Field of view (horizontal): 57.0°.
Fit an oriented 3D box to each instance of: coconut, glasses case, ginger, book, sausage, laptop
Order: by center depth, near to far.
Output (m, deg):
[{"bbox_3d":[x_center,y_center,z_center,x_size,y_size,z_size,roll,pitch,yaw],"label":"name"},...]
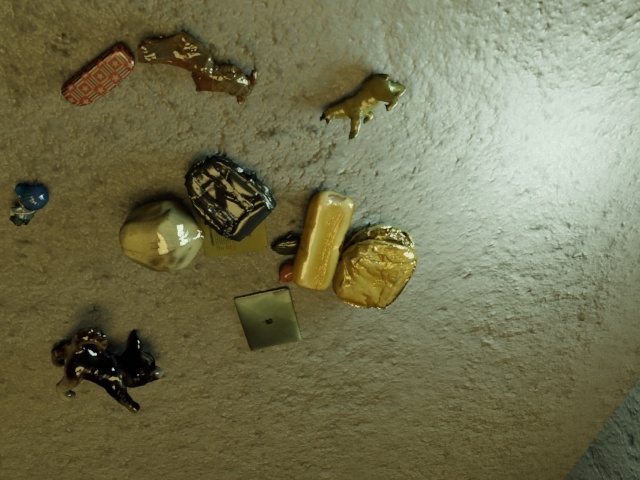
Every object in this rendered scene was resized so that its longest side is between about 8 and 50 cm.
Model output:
[{"bbox_3d":[-0.518,-0.387,1.387,0.194,0.049,0.073,-30,129,13],"label":"glasses case"},{"bbox_3d":[-0.289,-0.414,1.404,0.290,0.084,0.122,18,145,-28],"label":"ginger"},{"bbox_3d":[-0.428,-0.012,1.617,0.224,0.224,0.224,-6,129,-7],"label":"coconut"},{"bbox_3d":[-0.258,-0.024,1.755,0.192,0.013,0.168,-6,129,-6],"label":"book"},{"bbox_3d":[-0.059,0.088,1.857,0.169,0.065,0.065,-16,130,1],"label":"sausage"},{"bbox_3d":[-0.176,0.272,2.010,0.188,0.015,0.269,-12,130,-1],"label":"laptop"}]

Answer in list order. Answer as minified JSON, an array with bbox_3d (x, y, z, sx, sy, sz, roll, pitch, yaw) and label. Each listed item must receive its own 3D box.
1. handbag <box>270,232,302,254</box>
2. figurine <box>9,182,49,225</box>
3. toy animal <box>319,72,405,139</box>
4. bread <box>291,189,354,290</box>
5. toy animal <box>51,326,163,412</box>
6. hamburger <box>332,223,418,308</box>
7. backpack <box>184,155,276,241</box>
[{"bbox_3d":[-0.097,0.014,1.795,0.111,0.047,0.072,-10,134,-4],"label":"handbag"},{"bbox_3d":[-0.774,-0.089,1.563,0.077,0.079,0.136,-17,143,-57],"label":"figurine"},{"bbox_3d":[0.109,-0.352,1.525,0.219,0.103,0.101,-35,107,20],"label":"toy animal"},{"bbox_3d":[0.000,0.000,1.743,0.142,0.091,0.305,8,111,-22],"label":"bread"},{"bbox_3d":[-0.670,0.401,1.904,0.344,0.194,0.302,18,128,-30],"label":"toy animal"},{"bbox_3d":[0.171,0.078,1.843,0.259,0.144,0.283,22,124,-23],"label":"hamburger"},{"bbox_3d":[-0.254,-0.118,1.612,0.206,0.133,0.258,-42,115,12],"label":"backpack"}]
